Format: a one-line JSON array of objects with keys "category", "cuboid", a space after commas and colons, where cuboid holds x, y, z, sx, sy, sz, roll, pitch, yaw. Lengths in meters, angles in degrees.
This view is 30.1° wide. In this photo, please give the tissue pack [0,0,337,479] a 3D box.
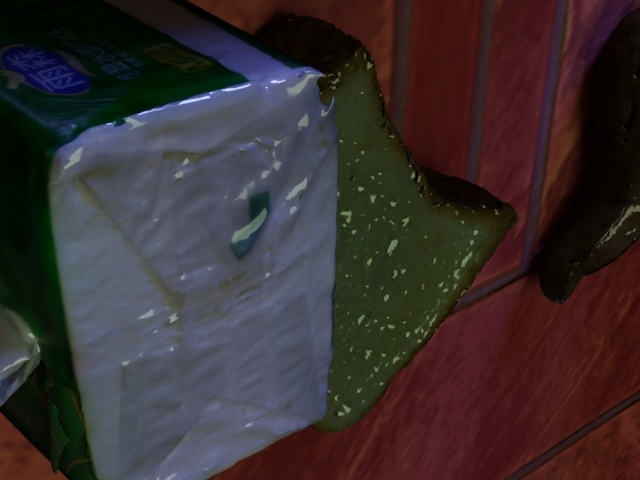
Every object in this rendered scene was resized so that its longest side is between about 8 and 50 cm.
[{"category": "tissue pack", "cuboid": [-0.118, -0.014, 0.422, 0.156, 0.209, 0.148, -23, 131, -33]}]

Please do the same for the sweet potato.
[{"category": "sweet potato", "cuboid": [0.214, -0.061, 0.843, 0.081, 0.062, 0.233, -4, 123, -26]}]

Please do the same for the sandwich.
[{"category": "sandwich", "cuboid": [0.000, 0.000, 0.663, 0.186, 0.065, 0.214, -52, 140, -4]}]
